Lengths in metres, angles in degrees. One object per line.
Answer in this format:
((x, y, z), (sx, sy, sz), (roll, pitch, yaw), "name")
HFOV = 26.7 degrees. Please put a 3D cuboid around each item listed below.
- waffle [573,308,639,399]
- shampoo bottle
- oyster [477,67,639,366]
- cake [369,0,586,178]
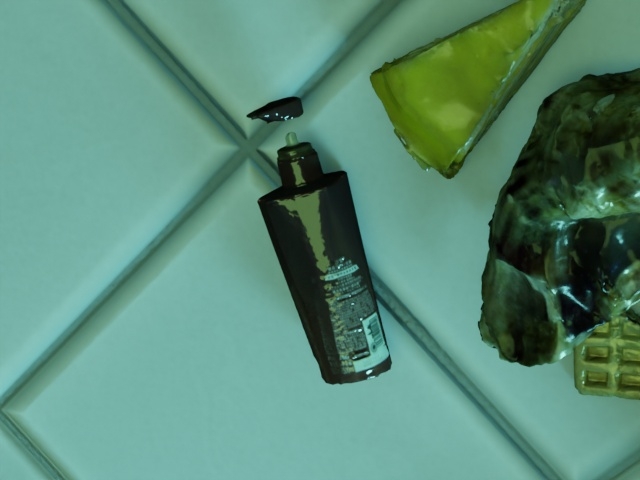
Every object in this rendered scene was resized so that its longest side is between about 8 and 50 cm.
((0.269, 0.084, 1.037), (0.152, 0.023, 0.098), (7, 112, 21), "waffle")
((-0.002, 0.001, 1.090), (0.067, 0.068, 0.236), (-9, 104, 26), "shampoo bottle")
((0.206, -0.014, 0.983), (0.166, 0.094, 0.294), (31, 114, 13), "oyster")
((0.126, -0.112, 0.996), (0.184, 0.080, 0.116), (-18, 98, 22), "cake")
